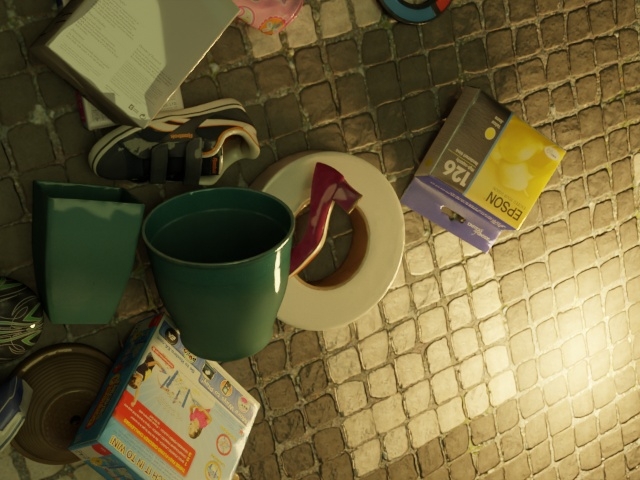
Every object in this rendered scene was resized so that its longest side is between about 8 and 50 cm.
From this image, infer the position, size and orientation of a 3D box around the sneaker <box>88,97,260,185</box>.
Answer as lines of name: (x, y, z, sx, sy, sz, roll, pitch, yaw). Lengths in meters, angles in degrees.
sneaker: (-0.262, -0.167, 1.561, 0.321, 0.127, 0.126, -23, 154, -23)

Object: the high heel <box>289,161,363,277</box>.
high heel: (-0.031, -0.037, 1.693, 0.117, 0.082, 0.244, 39, 94, 4)

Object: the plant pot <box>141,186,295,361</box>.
plant pot: (-0.179, 0.074, 1.560, 0.272, 0.272, 0.255, -18, 126, -25)

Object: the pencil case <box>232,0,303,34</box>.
pencil case: (-0.165, -0.495, 1.561, 0.284, 0.124, 0.124, 23, 88, -39)

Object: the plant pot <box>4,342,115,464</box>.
plant pot: (-0.470, 0.318, 1.568, 0.237, 0.110, 0.237, -5, 100, -28)

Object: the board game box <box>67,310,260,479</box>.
board game box: (-0.281, 0.351, 1.596, 0.308, 0.086, 0.302, 50, 39, -26)

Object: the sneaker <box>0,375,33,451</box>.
sneaker: (-0.666, 0.330, 1.430, 0.315, 0.127, 0.182, -39, 112, 3)

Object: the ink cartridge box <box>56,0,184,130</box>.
ink cartridge box: (-0.369, -0.371, 1.524, 0.186, 0.065, 0.311, -15, 108, -25)

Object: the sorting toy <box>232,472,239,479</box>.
sorting toy: (-0.316, 0.568, 1.707, 0.257, 0.089, 0.255, 29, 85, -29)

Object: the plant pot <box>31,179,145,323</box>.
plant pot: (-0.432, 0.025, 1.511, 0.166, 0.166, 0.234, 4, 103, -29)

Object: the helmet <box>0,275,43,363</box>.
helmet: (-0.568, 0.138, 1.451, 0.170, 0.161, 0.169, -5, 101, -27)

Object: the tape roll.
tape roll: (0.000, 0.000, 1.785, 0.392, 0.072, 0.391, -6, 102, -27)

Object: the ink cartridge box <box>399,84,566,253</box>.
ink cartridge box: (0.379, -0.151, 1.939, 0.304, 0.072, 0.307, 28, 93, -29)

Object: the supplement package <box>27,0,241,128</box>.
supplement package: (-0.315, -0.354, 1.408, 0.199, 0.198, 0.262, 42, 80, -27)

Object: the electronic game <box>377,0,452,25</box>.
electronic game: (0.204, -0.580, 1.802, 0.229, 0.048, 0.229, -5, 101, -27)
